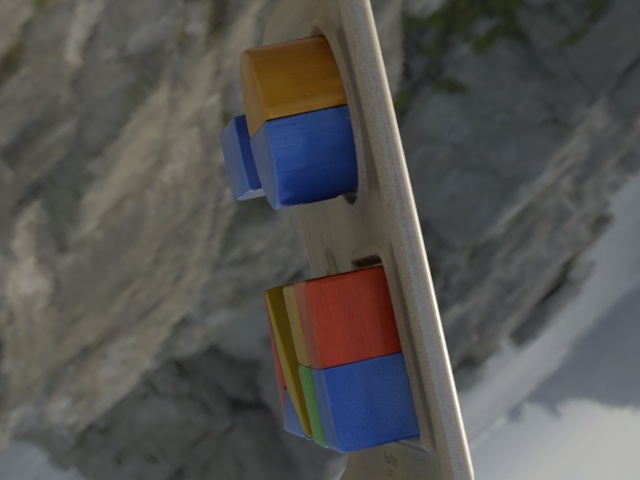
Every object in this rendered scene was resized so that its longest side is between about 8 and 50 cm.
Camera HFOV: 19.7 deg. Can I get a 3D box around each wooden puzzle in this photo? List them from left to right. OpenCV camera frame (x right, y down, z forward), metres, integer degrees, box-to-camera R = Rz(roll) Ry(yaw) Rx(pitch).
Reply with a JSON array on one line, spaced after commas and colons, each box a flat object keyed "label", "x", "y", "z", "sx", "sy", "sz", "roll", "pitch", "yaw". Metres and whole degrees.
[{"label": "wooden puzzle", "x": 0.000, "y": 0.000, "z": 1.089, "sx": 0.080, "sy": 0.347, "sz": 0.322, "roll": -7, "pitch": 178, "yaw": -8}]
